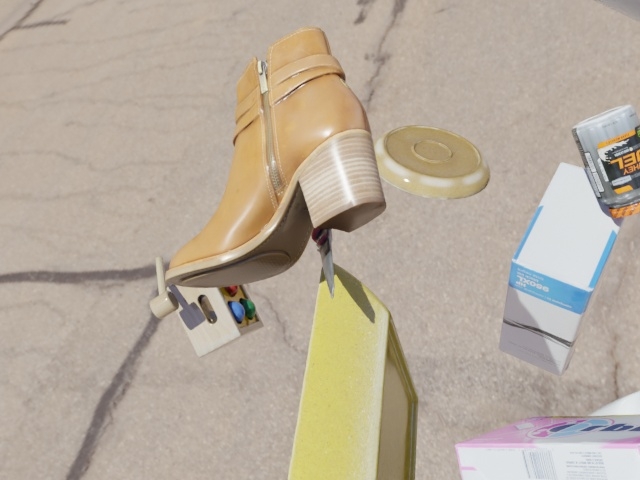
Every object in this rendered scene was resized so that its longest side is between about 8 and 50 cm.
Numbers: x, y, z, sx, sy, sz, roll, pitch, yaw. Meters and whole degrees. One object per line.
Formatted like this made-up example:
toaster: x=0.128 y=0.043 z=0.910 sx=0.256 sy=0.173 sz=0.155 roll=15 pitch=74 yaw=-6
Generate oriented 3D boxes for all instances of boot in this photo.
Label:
boot: x=-0.074 y=-0.082 z=0.736 sx=0.283 sy=0.109 sz=0.220 roll=-30 pitch=67 yaw=32

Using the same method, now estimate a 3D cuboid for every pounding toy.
pounding toy: x=-0.191 y=0.088 z=1.104 sx=0.094 sy=0.206 sz=0.181 roll=-28 pitch=84 yaw=11

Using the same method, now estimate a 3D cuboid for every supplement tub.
supplement tub: x=0.557 y=-0.146 z=1.262 sx=0.117 sy=0.190 sz=0.117 roll=-24 pitch=5 yaw=2

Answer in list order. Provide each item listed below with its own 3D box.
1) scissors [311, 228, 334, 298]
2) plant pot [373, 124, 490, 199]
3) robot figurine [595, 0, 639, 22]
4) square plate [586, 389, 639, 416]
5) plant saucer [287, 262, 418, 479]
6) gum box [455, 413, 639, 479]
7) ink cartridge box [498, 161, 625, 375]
scissors: x=0.000 y=0.000 z=0.838 sx=0.109 sy=0.021 sz=0.297 roll=-41 pitch=23 yaw=30
plant pot: x=0.208 y=-0.159 z=1.280 sx=0.236 sy=0.032 sz=0.236 roll=5 pitch=38 yaw=-4
robot figurine: x=0.564 y=-0.504 z=1.187 sx=0.200 sy=0.353 sz=0.300 roll=-50 pitch=38 yaw=44
square plate: x=0.373 y=0.429 z=1.027 sx=0.049 sy=0.344 sz=0.347 roll=20 pitch=58 yaw=-2
plant saucer: x=0.061 y=0.245 z=0.832 sx=0.081 sy=0.332 sz=0.333 roll=-3 pitch=50 yaw=16
gum box: x=0.214 y=0.178 z=0.535 sx=0.188 sy=0.107 sz=0.062 roll=-24 pitch=75 yaw=54
ink cartridge box: x=0.528 y=0.075 z=1.482 sx=0.166 sy=0.395 sz=0.285 roll=22 pitch=61 yaw=23
